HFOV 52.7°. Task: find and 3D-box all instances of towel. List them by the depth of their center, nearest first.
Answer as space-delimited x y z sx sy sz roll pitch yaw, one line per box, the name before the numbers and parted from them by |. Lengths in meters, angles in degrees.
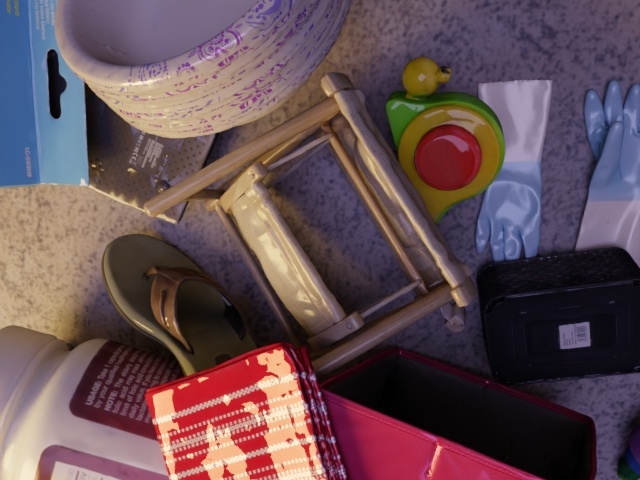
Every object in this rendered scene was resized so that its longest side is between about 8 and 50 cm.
towel | -0.062 0.249 0.622 0.199 0.031 0.274 -21 82 25

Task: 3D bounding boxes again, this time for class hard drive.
hard drive | -0.250 -0.146 0.783 0.255 0.054 0.172 27 107 1

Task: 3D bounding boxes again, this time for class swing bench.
swing bench | 0.000 0.000 0.704 0.255 0.165 0.253 -31 86 15

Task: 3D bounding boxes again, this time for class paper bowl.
paper bowl | -0.106 -0.230 0.651 0.284 0.148 0.284 -9 63 19

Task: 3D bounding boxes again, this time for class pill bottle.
pill bottle | -0.219 0.250 0.782 0.392 0.224 0.224 18 107 -3

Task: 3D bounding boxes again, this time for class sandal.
sandal | -0.141 0.088 0.759 0.303 0.120 0.086 43 133 23

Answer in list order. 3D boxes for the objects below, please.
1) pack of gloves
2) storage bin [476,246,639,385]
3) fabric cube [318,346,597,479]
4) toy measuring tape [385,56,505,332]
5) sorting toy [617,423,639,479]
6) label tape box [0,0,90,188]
pack of gloves | 0.278 -0.065 0.737 0.195 0.046 0.232 0 105 7
storage bin | 0.280 0.089 0.749 0.180 0.084 0.122 -8 114 11
fabric cube | 0.124 0.292 0.690 0.259 0.254 0.258 17 96 23
toy measuring tape | 0.162 -0.047 0.729 0.121 0.121 0.330 -14 111 11
sorting toy | 0.539 0.336 0.800 0.366 0.127 0.126 23 137 4
label tape box | -0.440 -0.181 0.735 0.334 0.106 0.240 4 101 18
